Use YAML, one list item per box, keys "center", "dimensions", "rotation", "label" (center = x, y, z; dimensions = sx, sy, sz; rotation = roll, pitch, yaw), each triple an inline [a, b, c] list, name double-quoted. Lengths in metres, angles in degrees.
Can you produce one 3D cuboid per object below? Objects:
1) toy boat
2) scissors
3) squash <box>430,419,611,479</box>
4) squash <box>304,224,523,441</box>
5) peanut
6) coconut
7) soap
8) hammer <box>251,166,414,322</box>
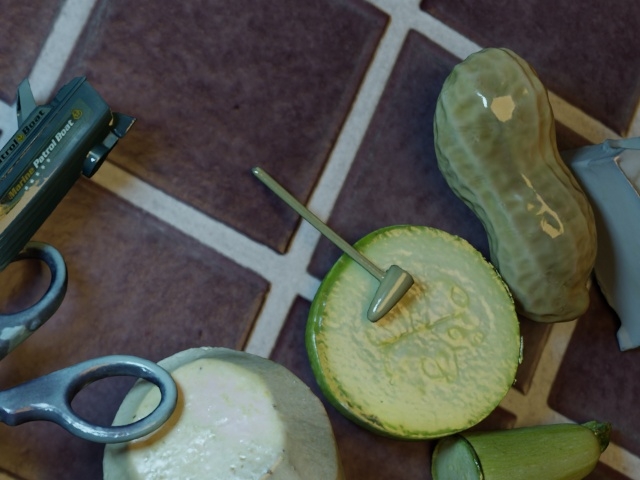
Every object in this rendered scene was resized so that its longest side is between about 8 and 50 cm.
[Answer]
- center: [-0.281, -0.049, 1.766]
  dimensions: [0.103, 0.093, 0.246]
  rotation: [36, 70, 3]
  label: "toy boat"
- center: [-0.338, 0.151, 1.676]
  dimensions: [0.383, 0.029, 0.256]
  rotation: [-29, 54, -21]
  label: "scissors"
- center: [0.221, 0.221, 2.005]
  dimensions: [0.224, 0.094, 0.094]
  rotation: [-12, 90, -34]
  label: "squash"
- center: [0.094, 0.094, 1.938]
  dimensions: [0.219, 0.041, 0.219]
  rotation: [5, 72, -14]
  label: "squash"
- center: [0.198, -0.050, 1.986]
  dimensions: [0.120, 0.136, 0.298]
  rotation: [-31, 104, -37]
  label: "peanut"
- center: [-0.084, 0.220, 1.773]
  dimensions: [0.241, 0.241, 0.241]
  rotation: [3, 84, -26]
  label: "coconut"
- center: [0.412, -0.057, 2.083]
  dimensions: [0.302, 0.159, 0.258]
  rotation: [-37, 99, -26]
  label: "soap"
- center: [0.000, 0.000, 1.914]
  dimensions: [0.195, 0.028, 0.060]
  rotation: [40, 77, 4]
  label: "hammer"
